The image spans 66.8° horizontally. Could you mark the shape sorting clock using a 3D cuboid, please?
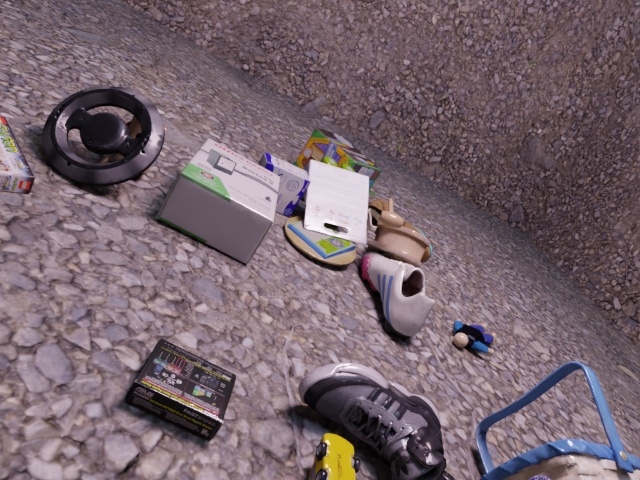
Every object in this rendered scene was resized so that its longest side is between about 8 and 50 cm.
[{"bbox_3d":[0.000,0.000,1.288,0.206,0.040,0.206,18,31,-11],"label":"shape sorting clock"}]

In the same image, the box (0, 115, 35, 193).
[{"bbox_3d":[-0.579,-0.159,0.828,0.114,0.036,0.207,5,35,-50],"label":"box"}]

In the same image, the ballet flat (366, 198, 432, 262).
[{"bbox_3d":[0.230,-0.034,1.613,0.124,0.116,0.342,-3,37,-25],"label":"ballet flat"}]

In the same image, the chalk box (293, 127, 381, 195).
[{"bbox_3d":[0.075,-0.230,1.700,0.180,0.179,0.289,5,36,-52],"label":"chalk box"}]

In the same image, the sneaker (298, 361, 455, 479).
[{"bbox_3d":[0.094,0.286,0.729,0.268,0.101,0.153,27,20,-22],"label":"sneaker"}]

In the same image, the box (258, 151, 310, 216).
[{"bbox_3d":[-0.118,-0.151,1.330,0.137,0.126,0.072,21,26,-26],"label":"box"}]

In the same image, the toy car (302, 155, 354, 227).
[{"bbox_3d":[0.038,-0.133,1.500,0.148,0.155,0.189,15,41,-39],"label":"toy car"}]

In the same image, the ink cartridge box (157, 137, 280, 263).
[{"bbox_3d":[-0.214,-0.102,1.099,0.211,0.122,0.289,28,22,-14],"label":"ink cartridge box"}]

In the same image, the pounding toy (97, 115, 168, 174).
[{"bbox_3d":[-0.411,-0.207,1.065,0.100,0.141,0.130,24,9,-21],"label":"pounding toy"}]

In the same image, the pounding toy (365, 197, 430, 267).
[{"bbox_3d":[0.229,-0.016,1.352,0.154,0.155,0.269,25,-9,7],"label":"pounding toy"}]

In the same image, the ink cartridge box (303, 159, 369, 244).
[{"bbox_3d":[0.039,-0.102,1.366,0.188,0.066,0.233,14,63,-16],"label":"ink cartridge box"}]

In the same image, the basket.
[{"bbox_3d":[0.359,0.360,0.741,0.200,0.255,0.289,25,34,-13],"label":"basket"}]

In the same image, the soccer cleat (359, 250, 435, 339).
[{"bbox_3d":[0.196,0.100,1.211,0.115,0.143,0.331,24,23,-23],"label":"soccer cleat"}]

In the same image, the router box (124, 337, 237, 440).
[{"bbox_3d":[-0.178,0.194,0.637,0.122,0.038,0.092,29,21,-9],"label":"router box"}]

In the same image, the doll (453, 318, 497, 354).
[{"bbox_3d":[0.415,0.261,1.306,0.188,0.046,0.129,8,32,-48],"label":"doll"}]

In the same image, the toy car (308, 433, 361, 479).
[{"bbox_3d":[0.027,0.359,0.555,0.225,0.053,0.239,42,24,19],"label":"toy car"}]

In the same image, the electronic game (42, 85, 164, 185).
[{"bbox_3d":[-0.428,-0.211,0.964,0.229,0.229,0.048,36,-22,7],"label":"electronic game"}]
